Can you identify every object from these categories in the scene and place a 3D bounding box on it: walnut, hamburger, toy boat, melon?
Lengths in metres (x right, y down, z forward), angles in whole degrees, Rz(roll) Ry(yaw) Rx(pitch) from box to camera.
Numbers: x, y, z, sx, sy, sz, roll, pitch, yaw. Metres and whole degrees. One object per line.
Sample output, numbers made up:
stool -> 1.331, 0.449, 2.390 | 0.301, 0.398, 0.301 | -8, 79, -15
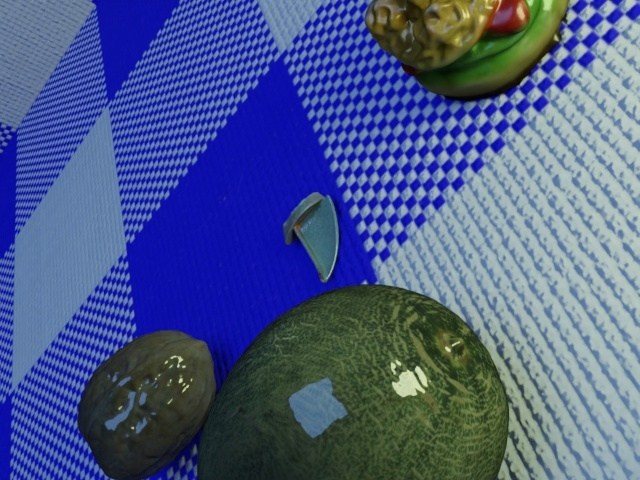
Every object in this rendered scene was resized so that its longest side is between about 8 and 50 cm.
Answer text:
walnut -> -0.241, 0.224, 1.048 | 0.230, 0.178, 0.178 | -47, 41, 7
hamburger -> 0.157, -0.283, 0.832 | 0.237, 0.149, 0.237 | -27, 51, 39
toy boat -> 0.000, 0.000, 0.980 | 0.096, 0.034, 0.122 | -50, 49, 21
melon -> 0.019, 0.184, 0.685 | 0.329, 0.249, 0.248 | -47, 41, 28
